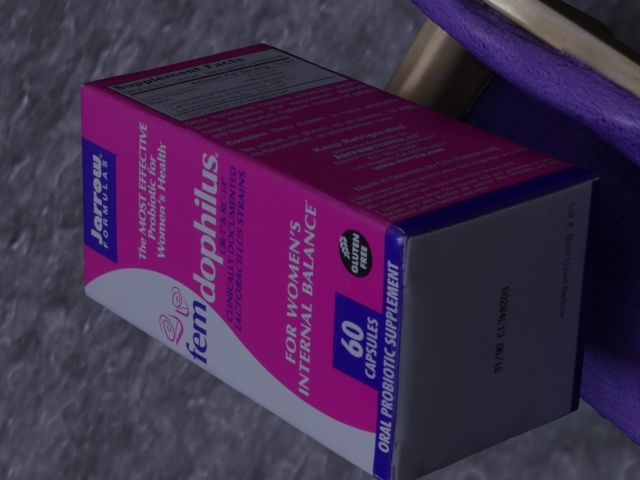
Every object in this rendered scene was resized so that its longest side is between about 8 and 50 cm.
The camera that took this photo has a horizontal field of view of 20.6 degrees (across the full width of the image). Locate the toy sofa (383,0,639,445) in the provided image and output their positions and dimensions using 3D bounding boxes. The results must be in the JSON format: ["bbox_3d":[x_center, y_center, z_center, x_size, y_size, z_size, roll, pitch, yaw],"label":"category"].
[{"bbox_3d":[0.158,0.020,0.763,0.362,0.177,0.150,40,106,35],"label":"toy sofa"}]

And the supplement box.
[{"bbox_3d":[0.000,0.000,0.767,0.220,0.114,0.111,27,124,45],"label":"supplement box"}]
